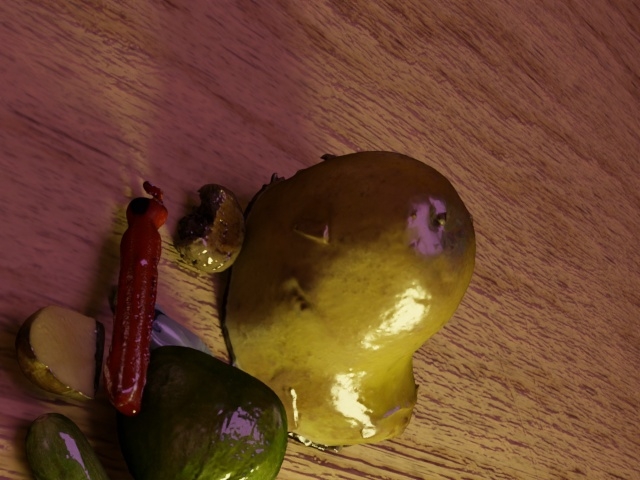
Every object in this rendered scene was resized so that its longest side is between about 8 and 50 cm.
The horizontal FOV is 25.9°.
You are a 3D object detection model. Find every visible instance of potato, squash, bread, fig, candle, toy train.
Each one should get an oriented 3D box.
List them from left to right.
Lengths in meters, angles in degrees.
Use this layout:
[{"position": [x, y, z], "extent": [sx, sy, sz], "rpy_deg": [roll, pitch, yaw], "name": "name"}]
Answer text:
[{"position": [-0.281, 0.113, 1.438], "extent": [0.103, 0.066, 0.096], "rpy_deg": [38, 40, -42], "name": "potato"}, {"position": [-0.237, 0.283, 1.446], "extent": [0.239, 0.069, 0.069], "rpy_deg": [64, 34, -17], "name": "squash"}, {"position": [-0.204, 0.056, 1.532], "extent": [0.051, 0.048, 0.329], "rpy_deg": [31, 36, -27], "name": "candle"}, {"position": [-0.163, 0.137, 1.633], "extent": [0.234, 0.051, 0.052], "rpy_deg": [58, 32, -29], "name": "toy train"}, {"position": [-0.146, 0.245, 1.494], "extent": [0.203, 0.203, 0.235], "rpy_deg": [51, 48, -36], "name": "fig"}, {"position": [-0.135, -0.008, 1.721], "extent": [0.082, 0.060, 0.113], "rpy_deg": [52, 41, -34], "name": "bread"}, {"position": [0.069, 0.083, 1.743], "extent": [0.290, 0.296, 0.397], "rpy_deg": [-15, 96, -41], "name": "potato"}]
